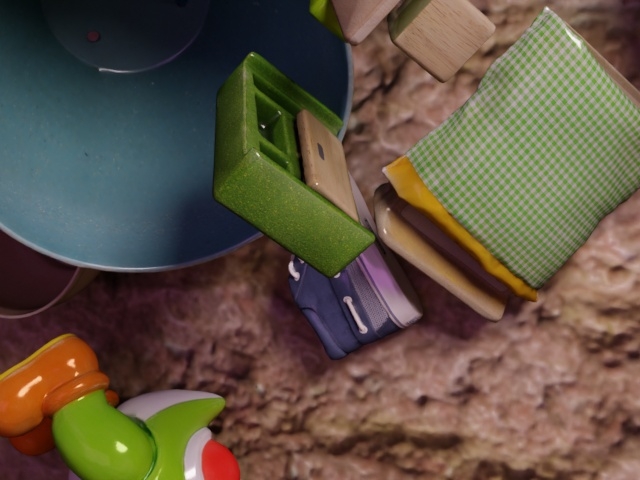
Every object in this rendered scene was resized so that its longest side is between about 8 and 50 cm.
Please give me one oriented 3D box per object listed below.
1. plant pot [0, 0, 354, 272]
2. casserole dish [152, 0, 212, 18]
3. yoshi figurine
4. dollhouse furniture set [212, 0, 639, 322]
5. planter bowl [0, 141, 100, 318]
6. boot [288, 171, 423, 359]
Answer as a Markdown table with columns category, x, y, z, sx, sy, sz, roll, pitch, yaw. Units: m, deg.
| category | x | y | z | sx | sy | sz | roll | pitch | yaw |
| --- | --- | --- | --- | --- | --- | --- | --- | --- | --- |
| plant pot | -0.139 | -0.149 | 0.850 | 0.290 | 0.290 | 0.195 | -46 | 34 | 18 |
| casserole dish | -0.132 | -0.262 | 0.920 | 0.188 | 0.037 | 0.114 | 29 | 115 | -27 |
| yoshi figurine | -0.146 | 0.267 | 0.935 | 0.362 | 0.203 | 0.203 | 45 | 123 | 11 |
| dollhouse furniture set | 0.104 | -0.051 | 0.745 | 0.301 | 0.151 | 0.197 | 35 | 112 | -25 |
| planter bowl | -0.241 | -0.018 | 0.987 | 0.162 | 0.109 | 0.162 | 1 | 94 | 23 |
| boot | 0.000 | 0.000 | 0.912 | 0.086 | 0.069 | 0.190 | -30 | 83 | 15 |
